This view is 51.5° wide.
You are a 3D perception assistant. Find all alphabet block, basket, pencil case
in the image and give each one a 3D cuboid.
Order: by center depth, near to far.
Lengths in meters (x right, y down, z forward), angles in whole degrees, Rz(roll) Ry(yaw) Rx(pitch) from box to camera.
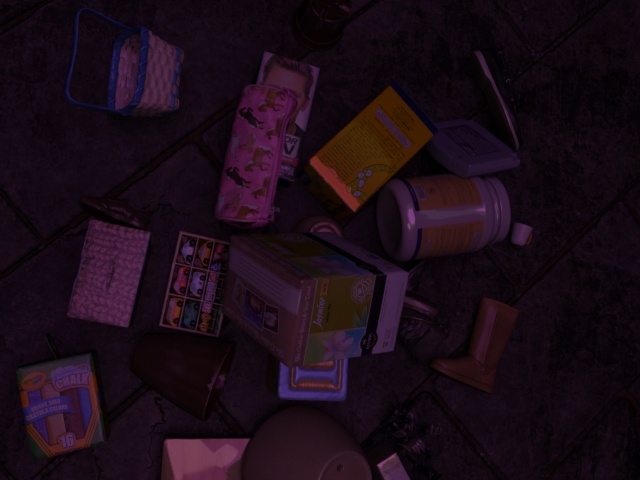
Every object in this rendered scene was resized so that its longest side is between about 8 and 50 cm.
[{"bbox_3d":[-0.167,-0.219,1.746,0.167,0.160,0.386,11,81,-8],"label":"pencil case"},{"bbox_3d":[-0.520,-0.445,1.753,0.289,0.201,0.255,15,78,-44],"label":"basket"},{"bbox_3d":[-0.038,0.327,1.803,0.192,0.197,0.194,7,82,-14],"label":"alphabet block"}]

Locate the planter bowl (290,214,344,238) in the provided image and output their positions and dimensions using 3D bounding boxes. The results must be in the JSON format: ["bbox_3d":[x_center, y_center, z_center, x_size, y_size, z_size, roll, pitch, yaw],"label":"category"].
[{"bbox_3d":[0.000,0.000,1.895,0.162,0.109,0.162,1,84,-13],"label":"planter bowl"}]

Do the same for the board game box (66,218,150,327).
[{"bbox_3d":[-0.519,0.091,1.662,0.141,0.291,0.232,13,81,-12],"label":"board game box"}]

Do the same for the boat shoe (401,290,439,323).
[{"bbox_3d":[0.157,0.190,1.852,0.355,0.132,0.130,13,94,28],"label":"boat shoe"}]

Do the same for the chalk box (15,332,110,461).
[{"bbox_3d":[-0.640,0.371,1.657,0.179,0.180,0.289,-9,87,-15],"label":"chalk box"}]

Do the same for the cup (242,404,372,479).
[{"bbox_3d":[-0.002,0.609,1.712,0.331,0.237,0.331,3,85,-33],"label":"cup"}]

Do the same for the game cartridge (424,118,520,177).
[{"bbox_3d":[0.427,-0.276,1.964,0.196,0.294,0.060,-8,124,-17],"label":"game cartridge"}]

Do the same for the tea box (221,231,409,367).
[{"bbox_3d":[-0.022,0.129,1.637,0.323,0.329,0.220,-3,110,-37],"label":"tea box"}]

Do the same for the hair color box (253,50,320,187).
[{"bbox_3d":[-0.128,-0.345,1.905,0.173,0.105,0.347,14,80,-12],"label":"hair color box"}]

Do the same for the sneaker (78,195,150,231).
[{"bbox_3d":[-0.556,-0.086,1.800,0.188,0.066,0.071,25,62,-15],"label":"sneaker"}]

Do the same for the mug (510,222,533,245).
[{"bbox_3d":[0.633,-0.014,2.081,0.078,0.062,0.064,19,87,-5],"label":"mug"}]

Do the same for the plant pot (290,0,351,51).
[{"bbox_3d":[0.009,-0.664,1.944,0.166,0.165,0.167,2,83,-13],"label":"plant pot"}]

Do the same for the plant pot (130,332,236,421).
[{"bbox_3d":[-0.368,0.330,1.734,0.230,0.215,0.215,20,79,4],"label":"plant pot"}]

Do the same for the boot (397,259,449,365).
[{"bbox_3d":[0.293,0.207,1.961,0.229,0.091,0.263,39,87,-7],"label":"boot"}]

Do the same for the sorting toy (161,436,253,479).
[{"bbox_3d":[-0.294,0.649,1.758,0.255,0.089,0.257,4,83,-13],"label":"sorting toy"}]

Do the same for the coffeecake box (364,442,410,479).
[{"bbox_3d":[0.204,0.675,1.851,0.068,0.142,0.186,-28,91,-15],"label":"coffeecake box"}]

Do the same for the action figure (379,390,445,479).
[{"bbox_3d":[0.269,0.562,1.876,0.164,0.141,0.276,-22,91,-44],"label":"action figure"}]

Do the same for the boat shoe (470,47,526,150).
[{"bbox_3d":[0.585,-0.452,2.084,0.113,0.127,0.340,-21,80,-4],"label":"boat shoe"}]

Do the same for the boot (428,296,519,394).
[{"bbox_3d":[0.459,0.298,1.992,0.236,0.089,0.270,25,78,-21],"label":"boot"}]

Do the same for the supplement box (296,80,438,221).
[{"bbox_3d":[0.130,-0.251,1.912,0.356,0.194,0.195,-44,95,-14],"label":"supplement box"}]

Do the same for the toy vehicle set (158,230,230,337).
[{"bbox_3d":[-0.336,0.122,1.835,0.166,0.035,0.267,12,81,-13],"label":"toy vehicle set"}]

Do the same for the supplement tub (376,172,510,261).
[{"bbox_3d":[0.351,-0.073,1.923,0.331,0.241,0.241,-7,85,-15],"label":"supplement tub"}]
